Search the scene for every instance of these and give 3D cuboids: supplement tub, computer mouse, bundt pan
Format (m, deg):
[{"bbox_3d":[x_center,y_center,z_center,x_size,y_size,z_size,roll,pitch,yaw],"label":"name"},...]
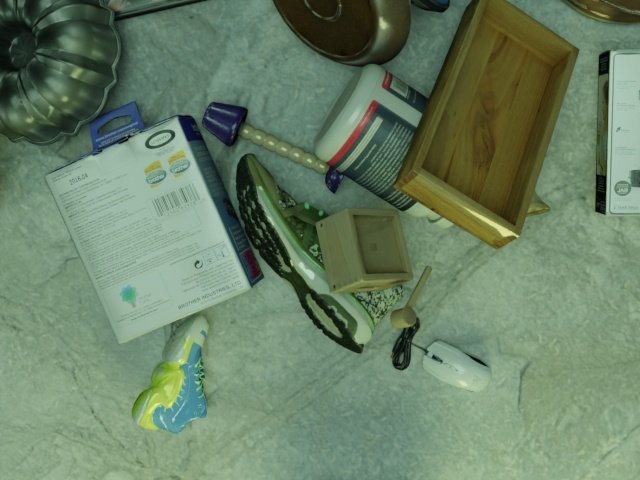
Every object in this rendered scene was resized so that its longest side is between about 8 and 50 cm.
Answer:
[{"bbox_3d":[0.143,-0.160,1.646,0.272,0.191,0.191,32,97,-11],"label":"supplement tub"},{"bbox_3d":[0.229,0.223,1.769,0.193,0.042,0.106,25,96,1],"label":"computer mouse"},{"bbox_3d":[-0.527,-0.336,1.681,0.331,0.124,0.330,0,89,16],"label":"bundt pan"}]

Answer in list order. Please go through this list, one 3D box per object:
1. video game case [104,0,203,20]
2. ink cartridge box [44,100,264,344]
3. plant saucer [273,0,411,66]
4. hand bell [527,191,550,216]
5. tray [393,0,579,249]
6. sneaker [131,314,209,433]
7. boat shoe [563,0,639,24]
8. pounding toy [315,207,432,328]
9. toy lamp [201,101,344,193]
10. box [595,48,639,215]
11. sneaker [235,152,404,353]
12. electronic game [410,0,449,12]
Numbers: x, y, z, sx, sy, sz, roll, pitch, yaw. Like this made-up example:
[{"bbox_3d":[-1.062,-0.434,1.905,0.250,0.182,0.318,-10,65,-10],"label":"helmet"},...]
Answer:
[{"bbox_3d":[-0.317,-0.540,1.724,0.275,0.035,0.248,-11,96,5],"label":"video game case"},{"bbox_3d":[-0.306,-0.052,1.718,0.270,0.151,0.395,-23,95,6],"label":"ink cartridge box"},{"bbox_3d":[0.013,-0.415,1.595,0.310,0.310,0.050,48,62,-2],"label":"plant saucer"},{"bbox_3d":[0.331,-0.164,1.702,0.126,0.126,0.242,-7,84,4],"label":"hand bell"},{"bbox_3d":[0.281,-0.208,1.575,0.203,0.076,0.411,30,61,-12],"label":"tray"},{"bbox_3d":[-0.249,0.259,1.794,0.126,0.091,0.240,31,97,-19],"label":"sneaker"},{"bbox_3d":[0.451,-0.466,1.641,0.324,0.116,0.123,22,97,1],"label":"boat shoe"},{"bbox_3d":[0.099,0.057,1.636,0.094,0.181,0.206,-24,73,45],"label":"pounding toy"},{"bbox_3d":[-0.083,-0.173,1.730,0.275,0.080,0.080,26,97,-2],"label":"toy lamp"},{"bbox_3d":[0.579,-0.189,1.679,0.169,0.087,0.290,-1,97,4],"label":"box"},{"bbox_3d":[0.000,0.000,1.735,0.182,0.158,0.410,-37,94,-22],"label":"sneaker"},{"bbox_3d":[0.136,-0.474,1.609,0.229,0.229,0.048,47,116,-2],"label":"electronic game"}]
